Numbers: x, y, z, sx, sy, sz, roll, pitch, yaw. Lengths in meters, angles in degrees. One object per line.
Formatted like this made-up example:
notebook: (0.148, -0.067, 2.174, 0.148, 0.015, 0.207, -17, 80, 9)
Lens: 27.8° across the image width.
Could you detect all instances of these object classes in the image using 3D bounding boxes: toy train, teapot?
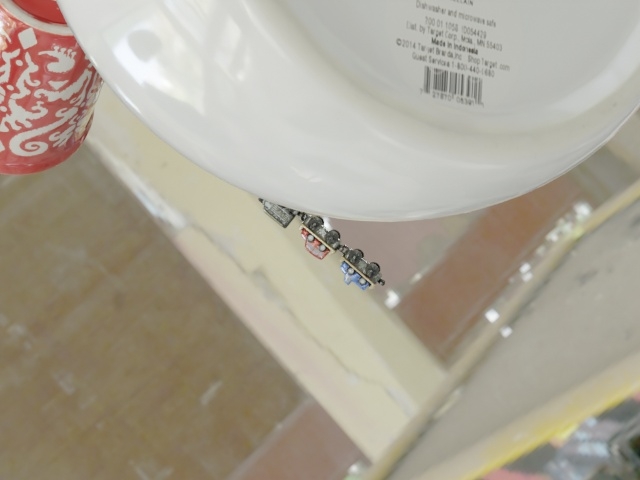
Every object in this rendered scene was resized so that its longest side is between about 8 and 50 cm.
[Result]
toy train: (0.000, 0.000, 1.323, 0.036, 0.158, 0.027, -51, -2, 7)
teapot: (0.002, -0.120, 0.473, 0.252, 0.256, 0.187, -44, 18, -28)

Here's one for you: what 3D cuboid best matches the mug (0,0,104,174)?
mug: (-0.188, -0.115, 0.778, 0.150, 0.113, 0.169, -32, -5, -30)
